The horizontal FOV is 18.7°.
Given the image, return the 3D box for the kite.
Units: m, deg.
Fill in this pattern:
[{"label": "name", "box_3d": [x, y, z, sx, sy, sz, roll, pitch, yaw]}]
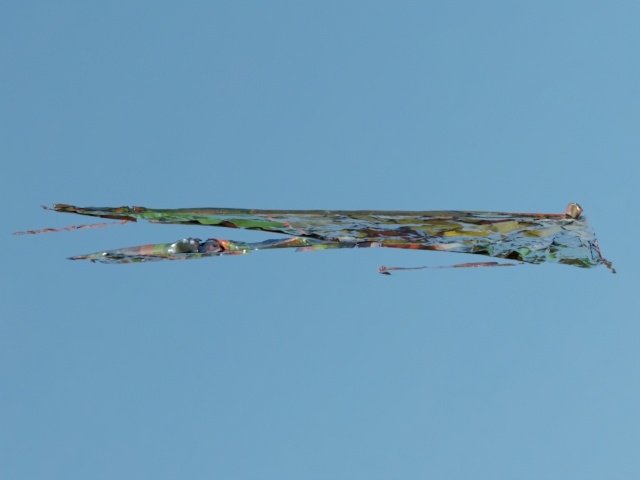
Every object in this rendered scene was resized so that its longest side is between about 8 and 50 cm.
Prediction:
[{"label": "kite", "box_3d": [0.000, 0.000, 0.582, 0.198, 0.244, 0.006, 6, -97, -35]}]
